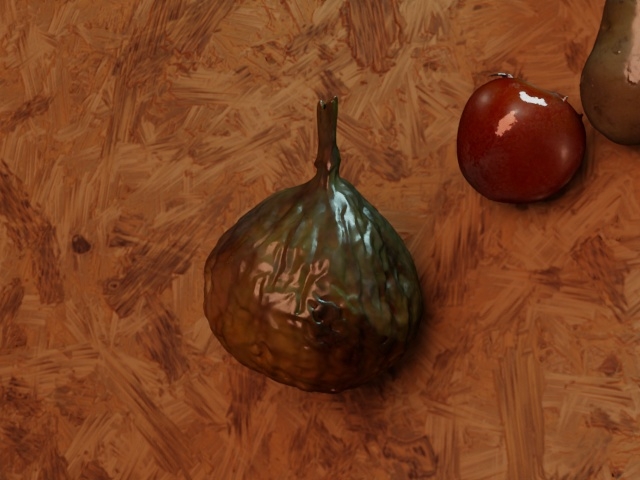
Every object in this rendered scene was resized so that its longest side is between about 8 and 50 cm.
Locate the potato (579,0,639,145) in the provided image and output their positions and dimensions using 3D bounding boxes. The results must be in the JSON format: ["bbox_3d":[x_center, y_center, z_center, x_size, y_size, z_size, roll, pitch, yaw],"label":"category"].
[{"bbox_3d":[0.418,-0.241,1.962,0.165,0.165,0.262,18,92,32],"label":"potato"}]

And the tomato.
[{"bbox_3d":[0.243,-0.124,2.015,0.167,0.167,0.167,-9,70,27],"label":"tomato"}]

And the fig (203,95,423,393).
[{"bbox_3d":[0.000,0.000,1.986,0.286,0.286,0.369,29,125,33],"label":"fig"}]
